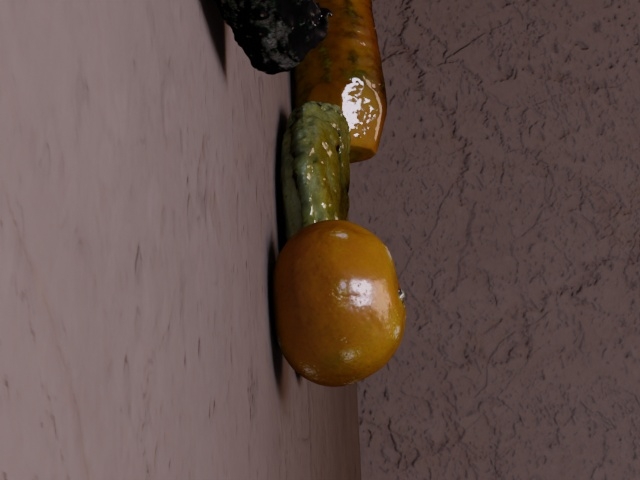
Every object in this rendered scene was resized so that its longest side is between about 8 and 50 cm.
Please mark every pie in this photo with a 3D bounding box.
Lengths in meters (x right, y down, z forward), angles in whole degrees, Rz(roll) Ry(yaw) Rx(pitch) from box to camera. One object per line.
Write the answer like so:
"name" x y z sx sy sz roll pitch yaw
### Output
"pie" 0.000 0.000 1.601 0.323 0.070 0.323 -2 90 -87

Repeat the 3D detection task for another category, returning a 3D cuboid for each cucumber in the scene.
"cucumber" -0.049 -0.202 0.983 0.072 0.081 0.303 41 -8 19

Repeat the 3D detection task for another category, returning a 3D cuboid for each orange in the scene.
"orange" 0.018 0.058 1.371 0.156 0.124 0.156 0 90 -87

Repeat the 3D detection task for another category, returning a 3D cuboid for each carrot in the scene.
"carrot" 0.018 -0.244 1.790 0.114 0.114 0.302 74 11 -73
